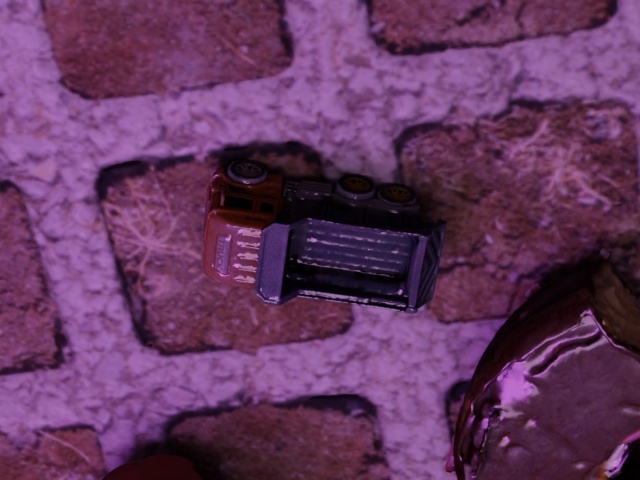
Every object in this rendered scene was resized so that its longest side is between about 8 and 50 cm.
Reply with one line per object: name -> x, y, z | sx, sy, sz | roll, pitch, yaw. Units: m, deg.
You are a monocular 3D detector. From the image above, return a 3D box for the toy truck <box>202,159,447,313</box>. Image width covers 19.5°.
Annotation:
toy truck -> 0.000, 0.000, 1.477 | 0.192, 0.092, 0.083 | 9, 122, 0

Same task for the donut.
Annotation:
donut -> 0.259, 0.187, 1.547 | 0.345, 0.136, 0.259 | 33, 120, -14

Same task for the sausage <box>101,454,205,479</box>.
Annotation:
sausage -> -0.142, 0.292, 1.557 | 0.152, 0.279, 0.152 | 0, 118, 0
